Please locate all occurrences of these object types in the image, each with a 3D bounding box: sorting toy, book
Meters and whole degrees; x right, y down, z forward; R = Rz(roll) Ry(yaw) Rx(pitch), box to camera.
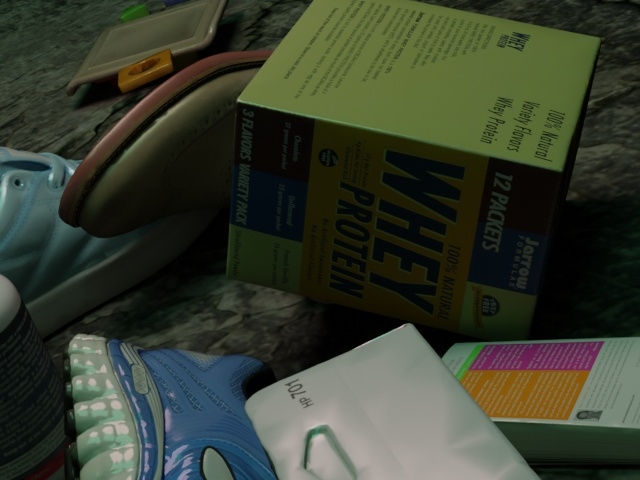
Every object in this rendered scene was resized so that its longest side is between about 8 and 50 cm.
[{"bbox_3d":[-0.195,-0.229,1.616,0.196,0.047,0.347,-18,25,14],"label":"sorting toy"},{"bbox_3d":[0.131,0.088,0.780,0.144,0.035,0.096,-4,27,29],"label":"book"}]

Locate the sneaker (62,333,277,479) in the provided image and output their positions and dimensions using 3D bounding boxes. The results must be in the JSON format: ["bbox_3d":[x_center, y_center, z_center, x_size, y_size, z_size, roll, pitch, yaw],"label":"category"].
[{"bbox_3d":[-0.038,0.159,0.635,0.147,0.129,0.330,-4,40,-12],"label":"sneaker"}]

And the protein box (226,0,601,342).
[{"bbox_3d":[0.066,-0.057,0.913,0.201,0.136,0.200,13,34,11],"label":"protein box"}]

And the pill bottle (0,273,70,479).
[{"bbox_3d":[-0.233,0.080,0.881,0.108,0.180,0.108,-16,26,8],"label":"pill bottle"}]

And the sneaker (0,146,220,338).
[{"bbox_3d":[-0.219,-0.027,1.115,0.135,0.150,0.366,10,39,45],"label":"sneaker"}]

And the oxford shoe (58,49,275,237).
[{"bbox_3d":[-0.045,-0.077,1.092,0.348,0.123,0.130,-31,72,-32],"label":"oxford shoe"}]

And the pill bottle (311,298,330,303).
[{"bbox_3d":[0.000,0.000,1.005,0.065,0.065,0.116,-20,27,1],"label":"pill bottle"}]

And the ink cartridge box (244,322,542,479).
[{"bbox_3d":[0.052,0.150,0.531,0.082,0.190,0.139,-23,26,-7],"label":"ink cartridge box"}]
